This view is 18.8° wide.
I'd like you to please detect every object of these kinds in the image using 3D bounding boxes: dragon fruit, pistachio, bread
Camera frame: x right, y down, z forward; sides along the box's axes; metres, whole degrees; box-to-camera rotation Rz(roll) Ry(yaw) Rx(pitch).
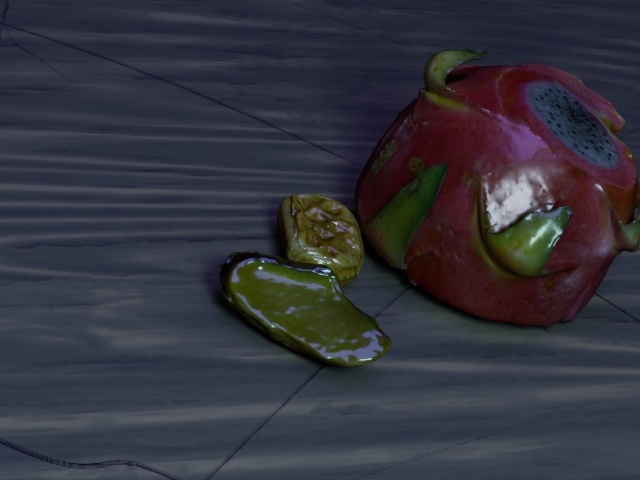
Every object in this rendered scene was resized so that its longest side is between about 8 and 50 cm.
[{"bbox_3d":[0.193,-0.060,1.891,0.291,0.189,0.290,20,36,-16],"label":"dragon fruit"},{"bbox_3d":[-0.013,0.064,1.756,0.173,0.049,0.089,31,59,11],"label":"pistachio"},{"bbox_3d":[0.000,0.000,1.852,0.083,0.044,0.110,11,38,-19],"label":"bread"}]
